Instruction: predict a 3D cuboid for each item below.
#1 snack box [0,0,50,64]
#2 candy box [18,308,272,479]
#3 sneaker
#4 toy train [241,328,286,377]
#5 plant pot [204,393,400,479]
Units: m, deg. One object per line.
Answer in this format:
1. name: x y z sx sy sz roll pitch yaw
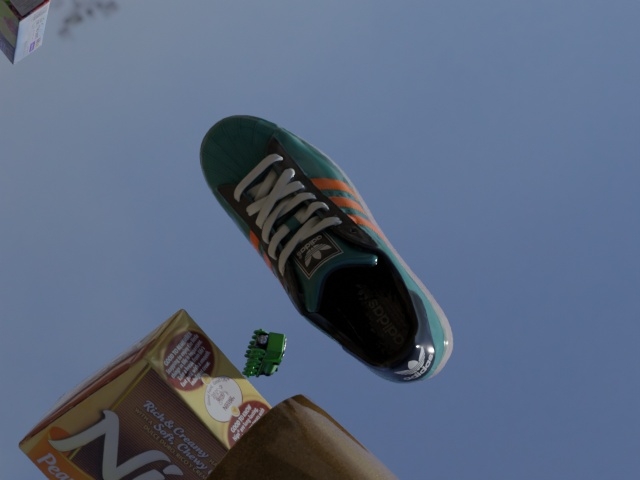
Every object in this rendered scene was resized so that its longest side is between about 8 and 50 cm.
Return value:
1. snack box: -0.279 -0.216 1.647 0.037 0.100 0.141 -37 179 -15
2. candy box: -0.087 0.233 1.653 0.183 0.316 0.087 -35 -171 35
3. sneaker: 0.000 0.000 1.674 0.108 0.302 0.121 -44 169 5
4. toy train: -0.036 0.074 1.242 0.083 0.023 0.017 113 -15 -72
5. plant pot: 0.026 0.278 1.386 0.237 0.254 0.237 -50 161 -24
